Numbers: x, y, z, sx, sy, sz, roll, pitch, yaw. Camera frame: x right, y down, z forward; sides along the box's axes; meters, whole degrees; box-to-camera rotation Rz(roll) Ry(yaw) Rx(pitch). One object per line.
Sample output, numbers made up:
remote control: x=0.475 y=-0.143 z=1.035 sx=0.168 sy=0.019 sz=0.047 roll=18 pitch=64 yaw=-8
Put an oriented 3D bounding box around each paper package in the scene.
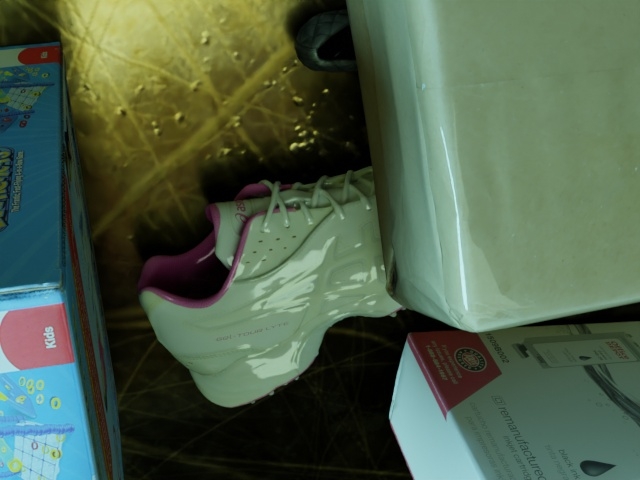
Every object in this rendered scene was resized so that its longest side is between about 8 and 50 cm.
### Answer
paper package: x=0.188 y=-0.121 z=0.574 sx=0.325 sy=0.168 sz=0.309 roll=-11 pitch=100 yaw=-11

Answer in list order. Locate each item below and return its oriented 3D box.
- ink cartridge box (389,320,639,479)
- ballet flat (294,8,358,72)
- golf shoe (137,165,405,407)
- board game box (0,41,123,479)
ink cartridge box: x=0.227 y=0.175 z=0.799 sx=0.283 sy=0.207 sz=0.117 roll=-2 pitch=123 yaw=-15
ballet flat: x=0.067 y=-0.143 z=0.654 sx=0.173 sy=0.049 sz=0.057 roll=-12 pitch=121 yaw=-8
golf shoe: x=0.000 y=0.000 z=0.689 sx=0.306 sy=0.115 sz=0.140 roll=-37 pitch=120 yaw=7
board game box: x=-0.179 y=0.077 z=0.569 sx=0.086 sy=0.302 sz=0.308 roll=-7 pitch=122 yaw=-11
